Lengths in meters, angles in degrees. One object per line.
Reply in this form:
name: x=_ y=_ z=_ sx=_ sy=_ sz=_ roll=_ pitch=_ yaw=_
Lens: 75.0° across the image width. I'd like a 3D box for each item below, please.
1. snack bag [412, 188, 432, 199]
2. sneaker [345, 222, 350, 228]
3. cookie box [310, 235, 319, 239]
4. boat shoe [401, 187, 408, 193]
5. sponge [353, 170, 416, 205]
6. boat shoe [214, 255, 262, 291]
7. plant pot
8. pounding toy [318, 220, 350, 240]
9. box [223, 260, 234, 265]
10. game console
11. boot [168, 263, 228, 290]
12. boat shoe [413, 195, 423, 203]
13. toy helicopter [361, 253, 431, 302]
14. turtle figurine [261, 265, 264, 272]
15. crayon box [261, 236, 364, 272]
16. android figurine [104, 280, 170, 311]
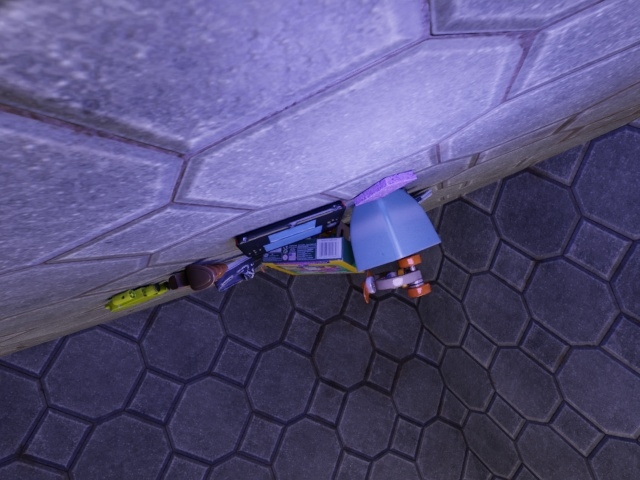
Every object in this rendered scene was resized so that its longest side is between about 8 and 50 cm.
snack bag: x=0.360 y=-0.124 z=2.055 sx=0.323 sy=0.037 sz=0.342 roll=-36 pitch=-179 yaw=-13
sneaker: x=0.088 y=-0.030 z=2.286 sx=0.106 sy=0.078 sz=0.234 roll=-19 pitch=179 yaw=-42
cookie box: x=0.000 y=0.000 z=2.153 sx=0.091 sy=0.040 sz=0.107 roll=-21 pitch=-147 yaw=4
boat shoe: x=0.332 y=-0.181 z=1.684 sx=0.040 sy=0.049 sz=0.142 roll=-20 pitch=178 yaw=16
sponge: x=0.206 y=-0.169 z=1.362 sx=0.117 sy=0.031 sz=0.210 roll=-18 pitch=176 yaw=-27
boat shoe: x=-0.348 y=0.137 z=1.921 sx=0.301 sy=0.102 sz=0.108 roll=-26 pitch=152 yaw=-18
plant pot: x=0.256 y=-0.052 z=1.592 sx=0.247 sy=0.253 sz=0.247 roll=-16 pitch=174 yaw=-38
pounding toy: x=0.034 y=-0.020 z=2.006 sx=0.205 sy=0.181 sz=0.094 roll=-23 pitch=132 yaw=38
box: x=-0.522 y=0.173 z=2.149 sx=0.063 sy=0.067 sz=0.324 roll=-16 pitch=174 yaw=-36
game console: x=-0.104 y=-0.032 z=1.507 sx=0.385 sy=0.060 sz=0.342 roll=-20 pitch=176 yaw=-6
boot: x=-0.462 y=0.144 z=1.725 sx=0.283 sy=0.109 sz=0.220 roll=-20 pitch=175 yaw=38
boat shoe: x=0.325 y=-0.152 z=1.816 sx=0.254 sy=0.079 sz=0.095 roll=-20 pitch=179 yaw=43
toy helicopter: x=0.253 y=0.153 z=1.588 sx=0.234 sy=0.140 sz=0.355 roll=-18 pitch=178 yaw=-4
turtle figurine: x=-0.235 y=0.109 z=2.514 sx=0.217 sy=0.087 sz=0.269 roll=-29 pitch=164 yaw=19
crayon box: x=-0.021 y=0.075 z=1.813 sx=0.362 sy=0.106 sz=0.313 roll=-3 pitch=167 yaw=22
android figurine: x=-0.805 y=0.246 z=1.823 sx=0.272 sy=0.056 sz=0.248 roll=-21 pitch=176 yaw=10
